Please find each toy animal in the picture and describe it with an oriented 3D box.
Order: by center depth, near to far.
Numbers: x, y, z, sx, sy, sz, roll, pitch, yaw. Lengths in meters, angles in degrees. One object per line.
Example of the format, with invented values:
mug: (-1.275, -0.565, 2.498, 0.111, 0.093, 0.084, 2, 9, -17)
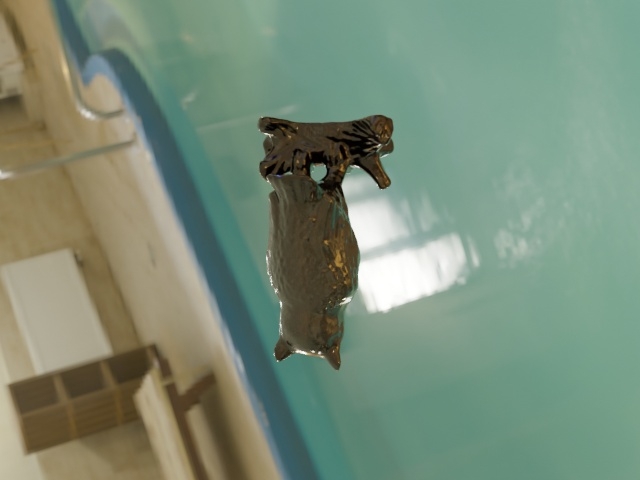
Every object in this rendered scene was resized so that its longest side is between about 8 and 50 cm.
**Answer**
toy animal: (-0.001, 0.004, 0.950, 0.117, 0.121, 0.210, 3, -92, -79)
